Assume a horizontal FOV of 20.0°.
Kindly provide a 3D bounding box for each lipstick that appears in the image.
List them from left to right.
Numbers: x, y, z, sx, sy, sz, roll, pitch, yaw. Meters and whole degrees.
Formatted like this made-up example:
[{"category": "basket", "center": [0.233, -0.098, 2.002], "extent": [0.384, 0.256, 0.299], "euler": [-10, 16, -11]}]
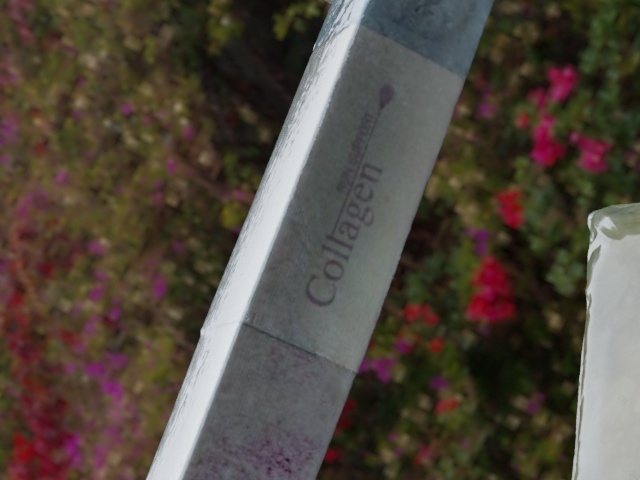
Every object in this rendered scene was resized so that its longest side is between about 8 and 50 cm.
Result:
[{"category": "lipstick", "center": [0.000, 0.000, 0.884], "extent": [0.068, 0.066, 0.317], "euler": [-19, 47, 67]}]

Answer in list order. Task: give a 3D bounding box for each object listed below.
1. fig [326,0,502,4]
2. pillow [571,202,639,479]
[{"category": "fig", "center": [0.068, -0.231, 1.199], "extent": [0.191, 0.181, 0.181], "euler": [-36, -18, 6]}, {"category": "pillow", "center": [0.210, 0.100, 1.001], "extent": [0.075, 0.185, 0.302], "euler": [34, -125, -41]}]
